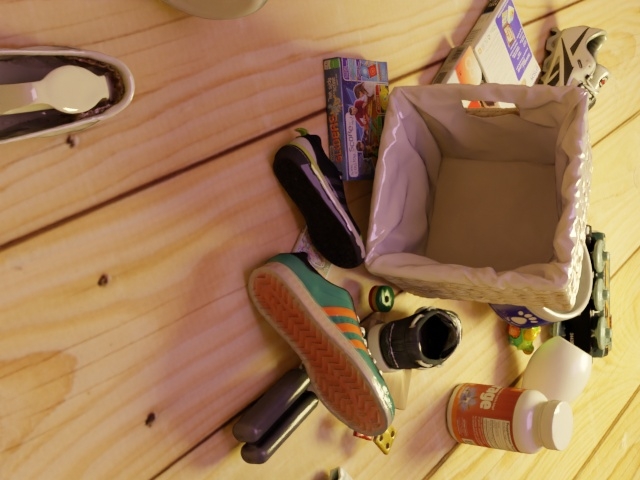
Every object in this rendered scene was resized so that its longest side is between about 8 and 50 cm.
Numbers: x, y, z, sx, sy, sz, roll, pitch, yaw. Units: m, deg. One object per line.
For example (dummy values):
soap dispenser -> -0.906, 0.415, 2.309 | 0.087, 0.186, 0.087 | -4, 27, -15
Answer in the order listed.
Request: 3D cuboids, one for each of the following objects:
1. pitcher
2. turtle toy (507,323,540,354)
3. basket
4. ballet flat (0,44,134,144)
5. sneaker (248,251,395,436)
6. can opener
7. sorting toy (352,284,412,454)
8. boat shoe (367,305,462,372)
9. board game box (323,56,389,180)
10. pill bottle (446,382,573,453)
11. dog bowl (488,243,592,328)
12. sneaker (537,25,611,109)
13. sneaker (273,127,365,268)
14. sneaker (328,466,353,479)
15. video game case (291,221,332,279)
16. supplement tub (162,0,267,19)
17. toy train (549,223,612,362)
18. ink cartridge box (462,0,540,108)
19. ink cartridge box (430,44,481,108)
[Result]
pitcher -> 0.493, 0.314, 1.913 | 0.207, 0.126, 0.178 | -58, 157, 4
turtle toy -> 0.439, 0.178, 1.906 | 0.095, 0.066, 0.130 | 77, 33, -56
basket -> 0.279, -0.060, 1.483 | 0.266, 0.329, 0.331 | 38, 59, -63
ballet flat -> -0.357, -0.145, 0.905 | 0.400, 0.139, 0.139 | -22, 106, -48
sneaker -> 0.025, 0.141, 1.314 | 0.302, 0.108, 0.121 | 55, 40, 1
can opener -> -0.015, 0.231, 1.336 | 0.283, 0.095, 0.075 | -39, 118, -51
sorting toy -> 0.101, 0.221, 1.516 | 0.132, 0.046, 0.274 | 26, 69, -47
boat shoe -> 0.189, 0.168, 1.506 | 0.303, 0.091, 0.114 | -13, 90, -59
board game box -> 0.066, -0.201, 1.489 | 0.136, 0.035, 0.201 | -7, 95, -50
pill bottle -> 0.361, 0.340, 1.695 | 0.121, 0.216, 0.121 | 1, 89, -51
dog bowl -> 0.430, 0.043, 1.808 | 0.265, 0.104, 0.264 | 17, 62, -34
sneaker -> 0.580, -0.346, 2.027 | 0.122, 0.146, 0.330 | 25, 72, -49
sneaker -> 0.018, -0.068, 1.377 | 0.097, 0.084, 0.234 | -47, 117, -40
sneaker -> 0.004, 0.420, 1.400 | 0.061, 0.054, 0.152 | 61, 41, -17
video game case -> 0.000, 0.000, 1.425 | 0.087, 0.011, 0.122 | 47, 55, -39
supplement tub -> -0.112, -0.473, 1.144 | 0.207, 0.207, 0.337 | 38, 62, -43
toy train -> 0.617, 0.126, 2.081 | 0.190, 0.142, 0.333 | 5, 84, -62
ink cartridge box -> 0.379, -0.375, 1.860 | 0.208, 0.045, 0.206 | 57, 49, -32
ink cartridge box -> 0.284, -0.269, 1.747 | 0.179, 0.045, 0.145 | 55, 51, -31
